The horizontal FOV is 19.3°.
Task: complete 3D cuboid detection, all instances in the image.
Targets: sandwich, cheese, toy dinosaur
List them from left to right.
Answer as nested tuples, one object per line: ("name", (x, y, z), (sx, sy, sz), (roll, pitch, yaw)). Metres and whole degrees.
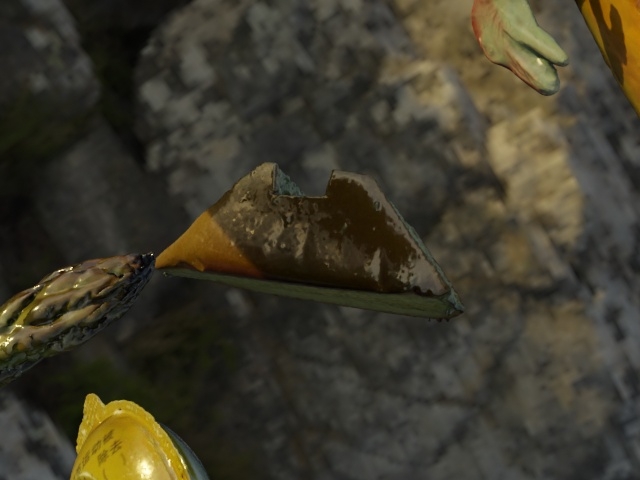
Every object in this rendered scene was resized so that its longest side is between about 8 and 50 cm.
("cheese", (-0.098, 0.213, 1.216), (0.069, 0.177, 0.270), (-11, 47, -31))
("sandwich", (0.000, 0.000, 1.377), (0.090, 0.244, 0.088), (38, 62, -61))
("toy dinosaur", (0.042, -0.195, 0.869), (0.053, 0.167, 0.242), (-26, 53, -36))

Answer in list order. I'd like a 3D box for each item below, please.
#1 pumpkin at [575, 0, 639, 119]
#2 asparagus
("pumpkin", (0.221, -0.077, 0.768), (0.254, 0.130, 0.149), (43, -19, 56))
("asparagus", (-0.133, 0.045, 0.691), (0.030, 0.165, 0.036), (63, -5, -10))
